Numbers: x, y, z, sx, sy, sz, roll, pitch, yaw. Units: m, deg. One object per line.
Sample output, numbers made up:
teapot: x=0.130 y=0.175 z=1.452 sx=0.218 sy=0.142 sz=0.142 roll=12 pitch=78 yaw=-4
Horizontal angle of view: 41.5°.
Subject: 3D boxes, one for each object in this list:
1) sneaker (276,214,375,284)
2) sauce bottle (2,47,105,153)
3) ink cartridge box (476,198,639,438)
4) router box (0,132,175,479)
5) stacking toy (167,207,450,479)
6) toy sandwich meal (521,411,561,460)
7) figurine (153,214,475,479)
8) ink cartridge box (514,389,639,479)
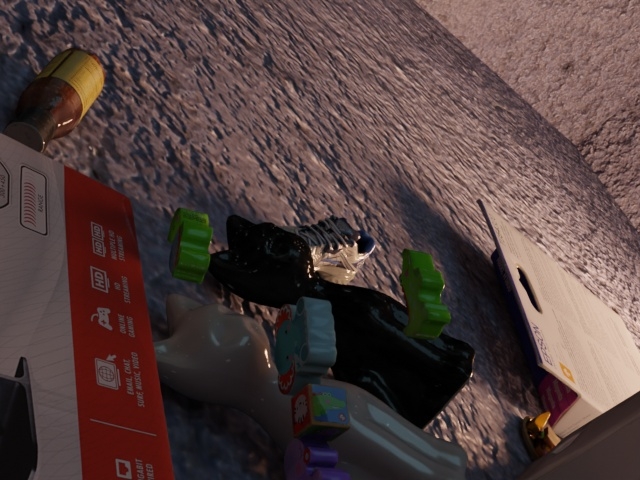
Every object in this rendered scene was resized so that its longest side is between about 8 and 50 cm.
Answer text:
sneaker: x=0.000 y=0.000 z=0.725 sx=0.135 sy=0.058 sz=0.052 roll=10 pitch=44 yaw=-56
sauce bottle: x=-0.179 y=-0.092 z=0.566 sx=0.042 sy=0.042 sz=0.128 roll=41 pitch=25 yaw=-18
ink cartridge box: x=0.319 y=0.139 z=1.079 sx=0.330 sy=0.071 sz=0.324 roll=35 pitch=27 yaw=-24
router box: x=-0.184 y=0.064 z=0.252 sx=0.301 sy=0.082 sz=0.335 roll=28 pitch=30 yaw=-41
stacking toy: x=-0.006 y=0.090 z=0.447 sx=0.167 sy=0.052 sz=0.221 roll=13 pitch=54 yaw=-23
toy sandwich meal: x=0.238 y=0.210 z=0.862 sx=0.086 sy=0.029 sz=0.085 roll=40 pitch=24 yaw=-22
figurine: x=-0.007 y=0.083 z=0.565 sx=0.209 sy=0.092 sz=0.215 roll=38 pitch=24 yaw=-5
ink cartridge box: x=0.301 y=0.263 z=0.671 sx=0.270 sy=0.197 sz=0.198 roll=55 pitch=23 yaw=16
